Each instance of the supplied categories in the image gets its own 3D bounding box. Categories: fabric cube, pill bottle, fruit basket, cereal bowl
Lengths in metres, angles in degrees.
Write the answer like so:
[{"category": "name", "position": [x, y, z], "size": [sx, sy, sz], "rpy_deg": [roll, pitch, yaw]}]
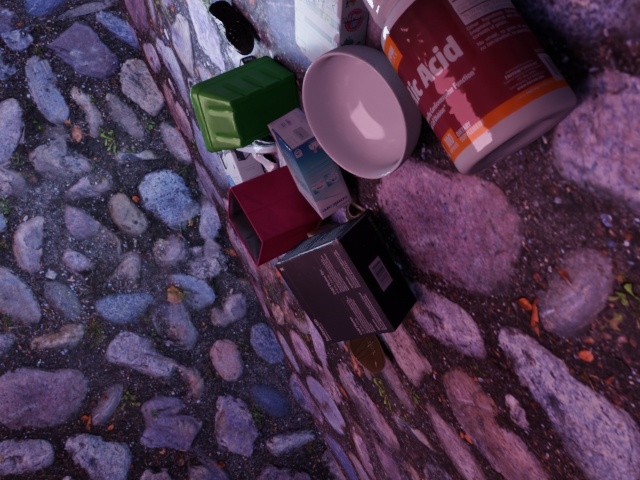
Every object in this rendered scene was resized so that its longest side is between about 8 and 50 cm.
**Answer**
[{"category": "fabric cube", "position": [-0.181, -0.096, 1.962], "size": [0.259, 0.258, 0.254], "rpy_deg": [58, 159, 15]}, {"category": "pill bottle", "position": [0.248, -0.337, 0.914], "size": [0.392, 0.224, 0.224], "rpy_deg": [61, 158, 10]}, {"category": "fruit basket", "position": [-0.297, -0.476, 1.835], "size": [0.392, 0.392, 0.283], "rpy_deg": [39, 147, 48]}, {"category": "cereal bowl", "position": [0.120, -0.332, 1.286], "size": [0.339, 0.141, 0.339], "rpy_deg": [36, 148, 27]}]

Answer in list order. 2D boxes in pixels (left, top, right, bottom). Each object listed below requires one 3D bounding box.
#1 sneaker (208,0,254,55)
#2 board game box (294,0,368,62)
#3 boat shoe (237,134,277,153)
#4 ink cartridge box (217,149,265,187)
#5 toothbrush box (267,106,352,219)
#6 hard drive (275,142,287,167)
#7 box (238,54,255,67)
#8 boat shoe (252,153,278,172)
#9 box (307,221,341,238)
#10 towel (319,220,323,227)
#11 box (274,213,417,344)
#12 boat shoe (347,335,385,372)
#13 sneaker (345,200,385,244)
[{"category": "sneaker", "position": [-0.319, -0.785, 1.952], "size": [0.283, 0.107, 0.124], "rpy_deg": [59, 173, 25]}, {"category": "board game box", "position": [0.024, -0.602, 1.323], "size": [0.224, 0.097, 0.303], "rpy_deg": [51, 156, 30]}, {"category": "boat shoe", "position": [-0.253, -0.421, 2.152], "size": [0.306, 0.113, 0.105], "rpy_deg": [20, 111, 53]}, {"category": "ink cartridge box", "position": [-0.404, -0.421, 2.466], "size": [0.223, 0.129, 0.308], "rpy_deg": [8, 121, 66]}, {"category": "toothbrush box", "position": [-0.032, -0.251, 1.672], "size": [0.216, 0.126, 0.296], "rpy_deg": [53, 173, 47]}, {"category": "hard drive", "position": [-0.083, -0.271, 1.979], "size": [0.237, 0.064, 0.339], "rpy_deg": [42, 148, 44]}, {"category": "box", "position": [-0.271, -0.597, 2.065], "size": [0.183, 0.056, 0.231], "rpy_deg": [61, 159, 11]}, {"category": "boat shoe", "position": [-0.243, -0.369, 2.248], "size": [0.184, 0.066, 0.063], "rpy_deg": [53, 142, 33]}, {"category": "box", "position": [0.080, 0.074, 1.904], "size": [0.213, 0.117, 0.243], "rpy_deg": [20, 133, 61]}, {"category": "towel", "position": [0.000, 0.000, 2.140], "size": [0.102, 0.021, 0.237], "rpy_deg": [30, 139, 55]}, {"category": "box", "position": [0.080, 0.136, 1.672], "size": [0.312, 0.179, 0.343], "rpy_deg": [-22, 104, 43]}, {"category": "boat shoe", "position": [0.164, 0.384, 2.084], "size": [0.341, 0.121, 0.110], "rpy_deg": [56, -166, 28]}, {"category": "sneaker", "position": [0.143, -0.057, 1.684], "size": [0.192, 0.064, 0.086], "rpy_deg": [48, 153, 37]}]
